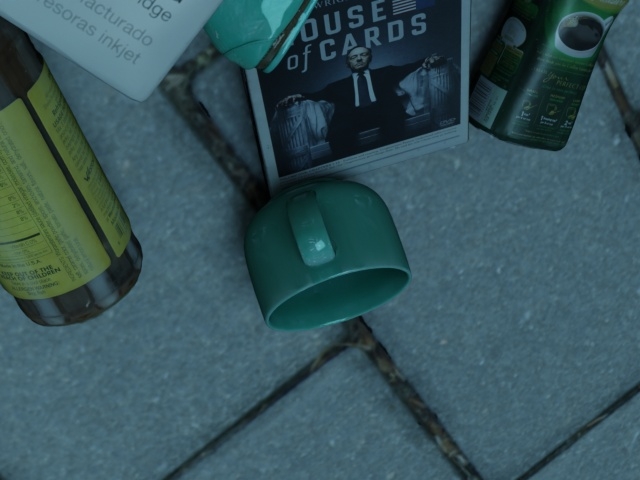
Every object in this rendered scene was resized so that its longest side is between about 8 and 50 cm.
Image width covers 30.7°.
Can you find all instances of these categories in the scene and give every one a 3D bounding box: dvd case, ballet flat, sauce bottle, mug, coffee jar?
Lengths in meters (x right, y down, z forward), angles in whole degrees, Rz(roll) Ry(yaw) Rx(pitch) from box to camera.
[{"bbox_3d":[0.029,-0.135,0.900,0.179,0.030,0.239,-17,146,-5],"label":"dvd case"},{"bbox_3d":[0.002,-0.225,0.743,0.087,0.083,0.247,36,95,-17],"label":"ballet flat"},{"bbox_3d":[-0.234,-0.094,0.807,0.111,0.111,0.344,-28,126,-10],"label":"sauce bottle"},{"bbox_3d":[0.006,0.001,0.968,0.129,0.097,0.158,-7,157,-28],"label":"mug"},{"bbox_3d":[0.197,-0.174,0.996,0.096,0.079,0.184,9,115,-28],"label":"coffee jar"}]

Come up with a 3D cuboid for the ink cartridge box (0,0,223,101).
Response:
[{"bbox_3d":[-0.095,-0.319,0.591,0.285,0.166,0.395,32,110,-27],"label":"ink cartridge box"}]
